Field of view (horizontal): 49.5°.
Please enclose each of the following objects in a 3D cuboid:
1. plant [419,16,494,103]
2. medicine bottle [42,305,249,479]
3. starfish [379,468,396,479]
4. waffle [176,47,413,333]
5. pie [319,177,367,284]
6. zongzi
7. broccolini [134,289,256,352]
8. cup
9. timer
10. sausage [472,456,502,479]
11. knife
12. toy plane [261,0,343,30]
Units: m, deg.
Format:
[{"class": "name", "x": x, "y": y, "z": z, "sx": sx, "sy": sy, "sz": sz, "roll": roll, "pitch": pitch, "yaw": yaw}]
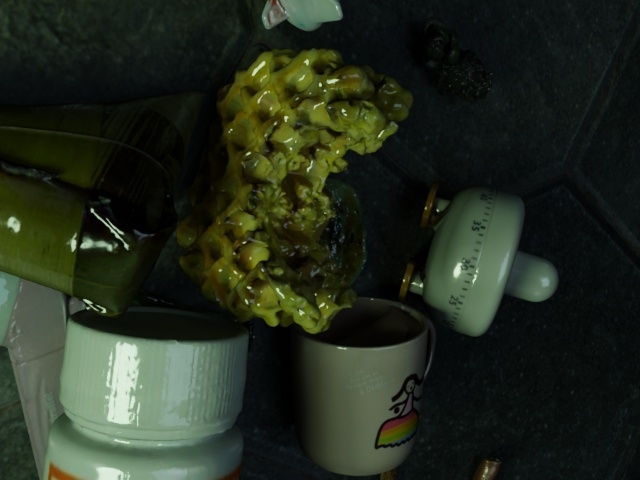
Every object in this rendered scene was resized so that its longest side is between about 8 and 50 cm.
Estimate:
[{"class": "plant", "x": 0.203, "y": -0.271, "z": 1.064, "sx": 0.174, "sy": 0.087, "sz": 0.085, "roll": 32, "pitch": 50, "yaw": -42}, {"class": "medicine bottle", "x": -0.192, "y": 0.269, "z": 0.753, "sx": 0.211, "sy": 0.211, "sz": 0.372, "roll": 4, "pitch": 95, "yaw": -38}, {"class": "starfish", "x": 0.100, "y": 0.543, "z": 1.163, "sx": 0.293, "sy": 0.084, "sz": 0.301, "roll": -50, "pitch": 129, "yaw": -19}, {"class": "waffle", "x": -0.039, "y": -0.062, "z": 0.805, "sx": 0.151, "sy": 0.261, "sz": 0.324, "roll": 18, "pitch": 92, "yaw": -46}, {"class": "pie", "x": 0.000, "y": 0.000, "z": 0.984, "sx": 0.186, "sy": 0.041, "sz": 0.187, "roll": -6, "pitch": 99, "yaw": -38}, {"class": "zongzi", "x": -0.282, "y": -0.107, "z": 0.722, "sx": 0.289, "sy": 0.154, "sz": 0.318, "roll": 23, "pitch": 44, "yaw": -17}, {"class": "broccolini", "x": -0.168, "y": 0.104, "z": 0.871, "sx": 0.201, "sy": 0.058, "sz": 0.074, "roll": 32, "pitch": 73, "yaw": -39}, {"class": "cup", "x": 0.075, "y": 0.198, "z": 1.002, "sx": 0.252, "sy": 0.191, "sz": 0.201, "roll": -15, "pitch": 111, "yaw": -42}, {"class": "timer", "x": 0.260, "y": 0.037, "z": 1.071, "sx": 0.233, "sy": 0.240, "sz": 0.234, "roll": 17, "pitch": 90, "yaw": -81}, {"class": "sausage", "x": 0.311, "y": 0.501, "z": 1.336, "sx": 0.040, "sy": 0.047, "sz": 0.177, "roll": -5, "pitch": 104, "yaw": -53}, {"class": "knife", "x": -0.307, "y": 0.208, "z": 0.801, "sx": 0.132, "sy": 0.038, "sz": 0.399, "roll": -20, "pitch": 113, "yaw": -37}, {"class": "toy plane", "x": -0.044, "y": -0.375, "z": 0.823, "sx": 0.252, "sy": 0.118, "sz": 0.252, "roll": -7, "pitch": 102, "yaw": -37}]
